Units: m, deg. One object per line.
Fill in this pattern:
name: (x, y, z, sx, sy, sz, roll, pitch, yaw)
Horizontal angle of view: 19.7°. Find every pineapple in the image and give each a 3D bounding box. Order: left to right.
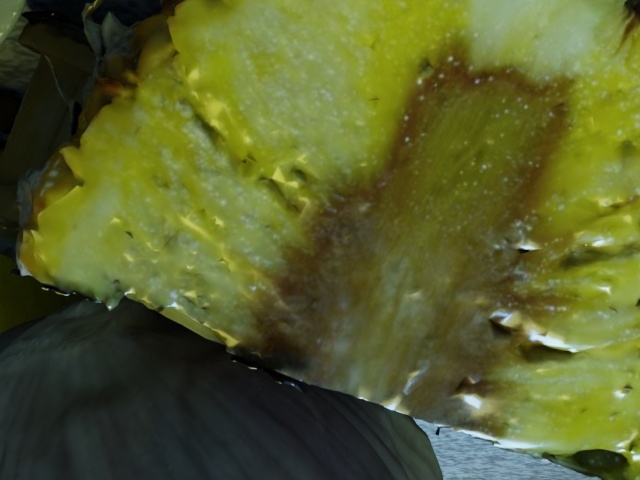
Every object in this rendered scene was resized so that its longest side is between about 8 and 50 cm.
pineapple: (0.059, -0.078, 0.838, 0.344, 0.286, 0.209, 20, -165, -14)

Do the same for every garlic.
garlic: (-0.084, 0.142, 0.900, 0.317, 0.317, 0.259, -2, 120, 17)

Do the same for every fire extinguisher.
fire extinguisher: (-0.203, -0.081, 1.046, 0.083, 0.022, 0.028, 21, -173, -37)

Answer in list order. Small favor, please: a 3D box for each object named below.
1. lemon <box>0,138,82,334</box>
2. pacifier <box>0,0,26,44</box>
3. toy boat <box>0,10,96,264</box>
lemon: (-0.184, 0.036, 1.087, 0.173, 0.206, 0.173, -32, 180, 0)
pacifier: (-0.241, -0.103, 0.740, 0.279, 0.207, 0.227, 18, 138, -35)
toy boat: (0.000, 0.000, 1.069, 0.445, 0.136, 0.162, 19, -179, -34)
